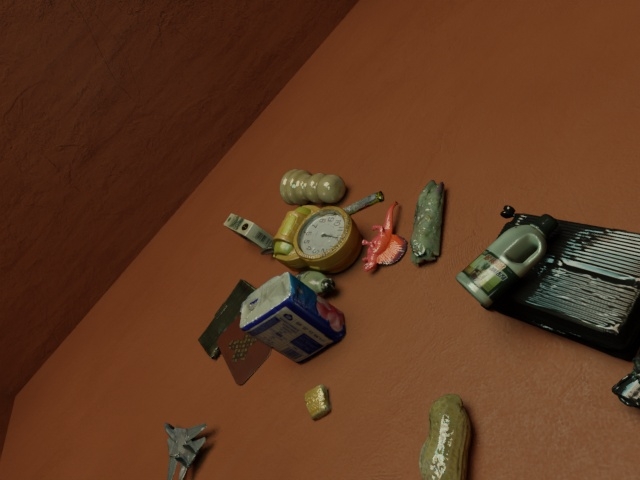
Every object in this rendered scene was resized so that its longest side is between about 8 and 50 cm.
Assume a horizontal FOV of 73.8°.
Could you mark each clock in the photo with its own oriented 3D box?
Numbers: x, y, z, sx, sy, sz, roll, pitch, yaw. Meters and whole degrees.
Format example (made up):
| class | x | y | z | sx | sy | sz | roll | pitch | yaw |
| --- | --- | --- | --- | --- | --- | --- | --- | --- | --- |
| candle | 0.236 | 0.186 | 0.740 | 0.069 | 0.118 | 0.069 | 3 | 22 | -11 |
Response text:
| class | x | y | z | sx | sy | sz | roll | pitch | yaw |
| --- | --- | --- | --- | --- | --- | --- | --- | --- | --- |
| clock | 0.000 | 0.000 | 1.527 | 0.317 | 0.200 | 0.244 | 5 | 64 | 41 |

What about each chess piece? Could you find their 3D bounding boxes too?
| class | x | y | z | sx | sy | sz | roll | pitch | yaw |
| --- | --- | --- | --- | --- | --- | --- | --- | --- | --- |
| chess piece | -0.019 | -0.222 | 1.814 | 0.300 | 0.167 | 0.166 | 10 | 64 | 44 |

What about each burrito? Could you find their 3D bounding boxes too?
| class | x | y | z | sx | sy | sz | roll | pitch | yaw |
| --- | --- | --- | --- | --- | --- | --- | --- | --- | --- |
| burrito | 0.330 | -0.062 | 1.320 | 0.096 | 0.066 | 0.308 | -9 | 50 | 37 |

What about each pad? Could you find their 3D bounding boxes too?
| class | x | y | z | sx | sy | sz | roll | pitch | yaw |
| --- | --- | --- | --- | --- | --- | --- | --- | --- | --- |
| pad | -0.288 | 0.390 | 1.580 | 0.181 | 0.004 | 0.267 | -47 | 42 | -1 |

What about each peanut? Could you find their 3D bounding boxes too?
| class | x | y | z | sx | sy | sz | roll | pitch | yaw |
| --- | --- | --- | --- | --- | --- | --- | --- | --- | --- |
| peanut | 0.262 | 0.427 | 0.889 | 0.098 | 0.090 | 0.214 | -50 | 16 | 60 |

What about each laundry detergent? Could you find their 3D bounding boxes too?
| class | x | y | z | sx | sy | sz | roll | pitch | yaw |
| --- | --- | --- | --- | --- | --- | --- | --- | --- | --- |
| laundry detergent | 0.394 | 0.033 | 0.882 | 0.226 | 0.070 | 0.099 | -43 | 28 | 6 |

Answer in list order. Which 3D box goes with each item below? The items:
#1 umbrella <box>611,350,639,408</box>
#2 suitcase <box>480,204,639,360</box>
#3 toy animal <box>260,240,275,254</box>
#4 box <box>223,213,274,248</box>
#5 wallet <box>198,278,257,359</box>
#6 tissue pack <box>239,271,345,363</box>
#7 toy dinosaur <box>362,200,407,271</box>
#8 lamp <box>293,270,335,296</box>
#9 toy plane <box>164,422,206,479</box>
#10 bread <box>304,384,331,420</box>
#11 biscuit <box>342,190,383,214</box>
| class | x | y | z | sx | sy | sz | roll | pitch | yaw |
| --- | --- | --- | --- | --- | --- | --- | --- | --- | --- |
| umbrella | 0.644 | 0.156 | 0.711 | 0.154 | 0.128 | 0.336 | 28 | 91 | 40 |
| suitcase | 0.509 | 0.078 | 0.900 | 0.229 | 0.152 | 0.335 | -56 | 35 | -9 |
| toy animal | -0.140 | -0.001 | 1.773 | 0.236 | 0.108 | 0.138 | -51 | -8 | 28 |
| box | -0.312 | -0.033 | 1.920 | 0.257 | 0.164 | 0.069 | 21 | 75 | 54 |
| wallet | -0.372 | 0.317 | 1.747 | 0.316 | 0.044 | 0.169 | -55 | 38 | -7 |
| tissue pack | -0.084 | 0.238 | 1.299 | 0.209 | 0.270 | 0.137 | -37 | 36 | 17 |
| toy dinosaur | 0.232 | -0.010 | 1.392 | 0.139 | 0.070 | 0.286 | 17 | 66 | 43 |
| lamp | -0.039 | 0.154 | 1.487 | 0.250 | 0.101 | 0.101 | -2 | 55 | 51 |
| toy plane | -0.482 | 0.693 | 1.468 | 0.267 | 0.088 | 0.212 | 1 | 56 | 58 |
| bread | -0.007 | 0.457 | 1.207 | 0.070 | 0.035 | 0.083 | -38 | 42 | 16 |
| biscuit | 0.116 | -0.119 | 1.651 | 0.292 | 0.026 | 0.048 | -24 | 45 | 33 |
